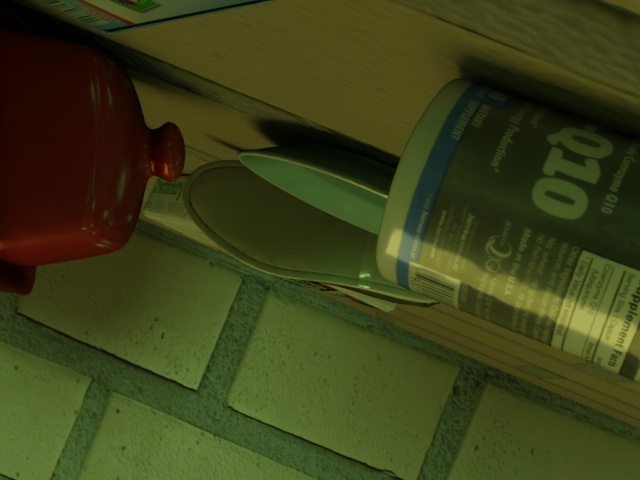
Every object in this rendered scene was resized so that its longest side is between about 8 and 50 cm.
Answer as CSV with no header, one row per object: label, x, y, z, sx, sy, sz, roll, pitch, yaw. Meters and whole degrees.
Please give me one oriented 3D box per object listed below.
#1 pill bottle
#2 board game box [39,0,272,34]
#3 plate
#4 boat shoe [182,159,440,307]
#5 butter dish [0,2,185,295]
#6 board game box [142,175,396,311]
pill bottle,0.095,0.002,0.420,0.137,0.078,0.078,21,175,15
board game box,-0.088,-0.107,0.308,0.160,0.039,0.211,25,175,-26
plate,0.040,-0.023,0.739,0.188,0.024,0.188,22,175,2
boat shoe,0.000,0.000,0.886,0.206,0.075,0.065,18,172,4
butter dish,-0.137,-0.050,0.708,0.118,0.160,0.160,0,175,-2
board game box,-0.055,-0.003,1.234,0.193,0.053,0.305,25,175,-19
